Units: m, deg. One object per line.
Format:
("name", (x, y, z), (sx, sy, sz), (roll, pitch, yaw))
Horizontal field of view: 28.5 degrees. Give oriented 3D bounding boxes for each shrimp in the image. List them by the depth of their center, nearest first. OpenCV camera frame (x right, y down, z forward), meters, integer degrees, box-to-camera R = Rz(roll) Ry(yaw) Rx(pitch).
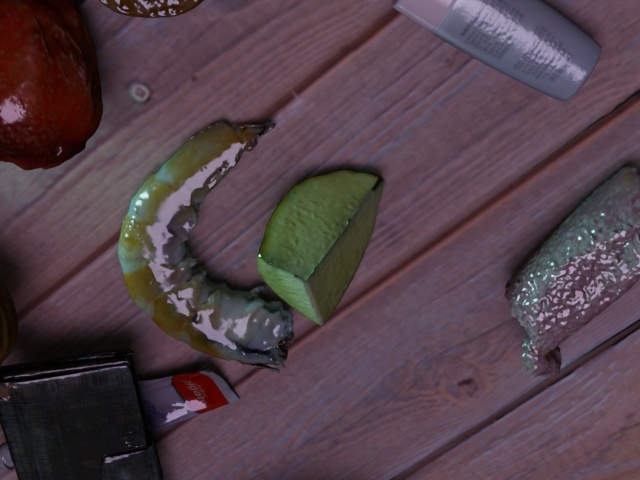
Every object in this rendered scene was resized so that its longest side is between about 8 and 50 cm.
("shrimp", (-0.128, 0.009, 1.366), (0.185, 0.068, 0.287), (-3, 109, 1))

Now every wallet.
("wallet", (-0.272, 0.264, 1.467), (0.168, 0.044, 0.317), (-6, 125, -1))

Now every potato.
("potato", (0.000, 0.000, 1.342), (0.081, 0.149, 0.120), (29, 159, 20))

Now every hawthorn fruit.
("hawthorn fruit", (-0.287, -0.156, 1.225), (0.173, 0.173, 0.179), (15, 81, -4))

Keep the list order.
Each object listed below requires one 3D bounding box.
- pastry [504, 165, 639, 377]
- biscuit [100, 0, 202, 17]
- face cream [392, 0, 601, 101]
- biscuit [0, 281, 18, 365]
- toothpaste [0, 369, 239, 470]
("pastry", (0.275, 0.031, 1.316), (0.112, 0.103, 0.265), (32, 115, -4))
("biscuit", (-0.164, -0.350, 1.173), (0.208, 0.041, 0.290), (5, 118, 1))
("face cream", (0.171, -0.210, 1.216), (0.198, 0.057, 0.084), (30, 116, -10))
("biscuit", (-0.505, 0.120, 1.376), (0.381, 0.074, 0.359), (-20, 93, 21))
("toothpaste", (-0.248, 0.213, 1.488), (0.301, 0.048, 0.075), (-20, 112, 12))
